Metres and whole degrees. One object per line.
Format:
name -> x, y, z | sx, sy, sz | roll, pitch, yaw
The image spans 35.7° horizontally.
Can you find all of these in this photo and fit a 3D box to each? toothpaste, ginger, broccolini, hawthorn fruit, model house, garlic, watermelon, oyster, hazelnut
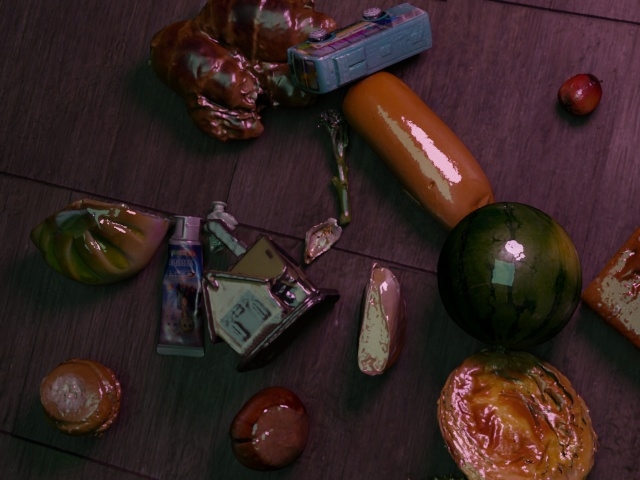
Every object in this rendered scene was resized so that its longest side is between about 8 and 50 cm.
toothpaste -> -0.260, 0.087, 1.884 | 0.096, 0.061, 0.266 | 3, 90, 16
ginger -> -0.138, -0.342, 1.847 | 0.357, 0.152, 0.274 | -30, 76, 12
broccolini -> 0.039, -0.137, 1.821 | 0.058, 0.067, 0.216 | -19, 75, 52
hawthorn fruit -> 0.450, -0.253, 1.714 | 0.077, 0.077, 0.077 | -2, 82, 15
model house -> -0.137, 0.068, 1.746 | 0.205, 0.218, 0.279 | -44, 81, 5
garlic -> 0.107, 0.142, 1.743 | 0.087, 0.101, 0.195 | 6, 81, 12
watermelon -> 0.308, 0.058, 1.624 | 0.242, 0.242, 0.242 | -2, 82, 15
oyster -> -0.002, -0.002, 1.829 | 0.093, 0.034, 0.051 | -36, 91, -3
hazelnut -> -0.092, 0.335, 1.767 | 0.143, 0.143, 0.154 | 20, 81, 17

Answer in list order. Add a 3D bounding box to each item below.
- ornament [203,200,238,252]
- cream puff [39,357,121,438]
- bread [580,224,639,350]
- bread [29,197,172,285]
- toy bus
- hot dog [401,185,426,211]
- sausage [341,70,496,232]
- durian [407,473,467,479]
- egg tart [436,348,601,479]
ornament -> -0.192, -0.026, 1.881 | 0.068, 0.041, 0.092 | -32, 61, 13
cream puff -> -0.448, 0.299, 1.872 | 0.150, 0.115, 0.165 | -37, 66, 1
bread -> 0.566, 0.104, 1.615 | 0.234, 0.110, 0.184 | 41, 96, 16
bread -> -0.415, 0.006, 1.881 | 0.260, 0.158, 0.156 | -26, 80, 13
toy bus -> 0.071, -0.342, 1.758 | 0.261, 0.091, 0.109 | -28, 35, -21
hot dog -> 0.183, -0.078, 1.793 | 0.037, 0.021, 0.083 | -41, 70, -14
sausage -> 0.185, -0.149, 1.753 | 0.134, 0.116, 0.354 | -36, 75, -24
durian -> 0.240, 0.502, 1.677 | 0.139, 0.144, 0.252 | -38, 79, 47
egg tart -> 0.317, 0.321, 1.628 | 0.297, 0.132, 0.297 | 9, 52, -12
